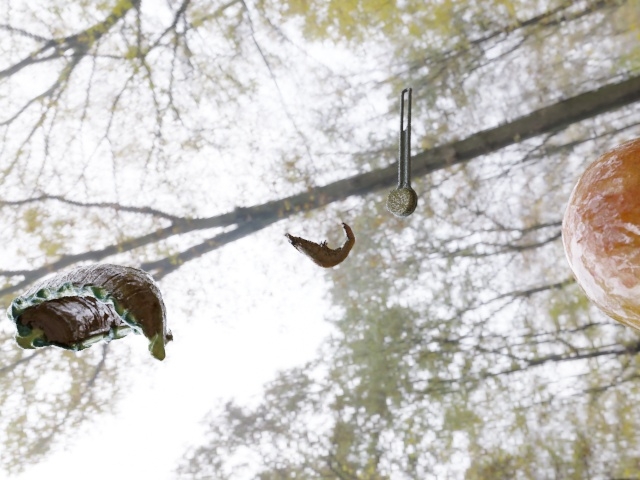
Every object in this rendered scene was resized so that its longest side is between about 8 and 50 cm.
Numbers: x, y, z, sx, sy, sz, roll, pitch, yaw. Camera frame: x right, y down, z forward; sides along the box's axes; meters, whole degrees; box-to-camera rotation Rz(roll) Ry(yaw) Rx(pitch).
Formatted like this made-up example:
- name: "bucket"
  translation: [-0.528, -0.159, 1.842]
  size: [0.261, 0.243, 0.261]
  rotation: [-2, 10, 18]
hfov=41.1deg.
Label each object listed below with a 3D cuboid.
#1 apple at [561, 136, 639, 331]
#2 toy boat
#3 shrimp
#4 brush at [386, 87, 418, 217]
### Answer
- name: "apple"
  translation: [0.502, -0.010, 1.194]
  size: [0.299, 0.275, 0.299]
  rotation: [9, -113, -23]
- name: "toy boat"
  translation: [-0.223, 0.075, 0.879]
  size: [0.108, 0.293, 0.099]
  rotation: [40, -119, -33]
- name: "shrimp"
  translation: [0.000, 0.000, 1.393]
  size: [0.127, 0.091, 0.025]
  rotation: [21, -155, -35]
- name: "brush"
  translation: [0.159, -0.174, 1.641]
  size: [0.027, 0.062, 0.266]
  rotation: [20, -112, -49]
